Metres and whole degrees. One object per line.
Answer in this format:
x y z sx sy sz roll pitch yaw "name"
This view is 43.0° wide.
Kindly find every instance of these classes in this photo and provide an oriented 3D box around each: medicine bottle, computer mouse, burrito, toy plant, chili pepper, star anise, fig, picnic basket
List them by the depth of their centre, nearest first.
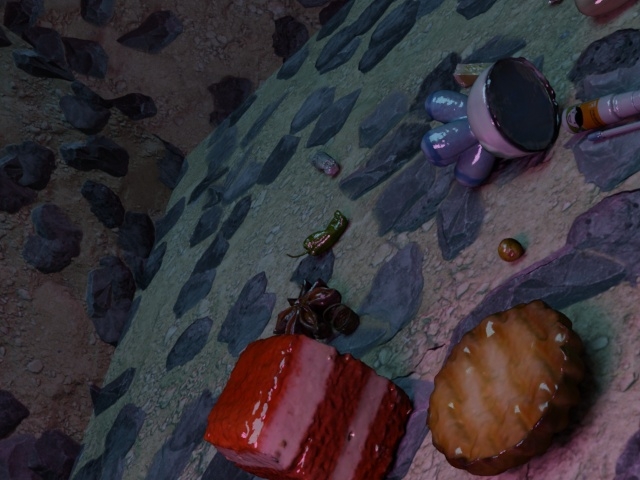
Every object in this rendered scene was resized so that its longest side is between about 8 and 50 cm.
0.600 -0.257 1.671 0.220 0.061 0.092 -12 71 56 "medicine bottle"
0.392 0.016 1.694 0.050 0.050 0.083 -48 5 12 "fig"
0.362 -0.260 1.906 0.332 0.247 0.247 -24 37 52 "toy plant"
0.712 -0.622 1.919 0.236 0.082 0.145 -39 27 26 "computer mouse"
0.048 0.191 2.022 0.072 0.083 0.072 -41 26 25 "picnic basket"
-0.027 0.204 2.140 0.220 0.099 0.214 16 85 60 "star anise"
-0.001 -0.002 2.391 0.204 0.073 0.072 -41 7 1 "chili pepper"
0.013 -0.260 2.729 0.064 0.064 0.203 -52 23 3 "burrito"

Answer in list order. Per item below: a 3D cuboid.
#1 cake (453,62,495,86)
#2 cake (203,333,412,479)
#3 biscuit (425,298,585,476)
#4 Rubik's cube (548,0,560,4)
0.432 -0.470 2.258 0.121 0.065 0.052 -10 50 48 "cake"
-0.033 0.359 1.652 0.270 0.319 0.269 -14 47 54 "cake"
0.325 0.260 1.408 0.326 0.107 0.326 -43 23 23 "biscuit"
0.617 -0.674 2.169 0.075 0.084 0.073 -51 14 49 "Rubik's cube"
